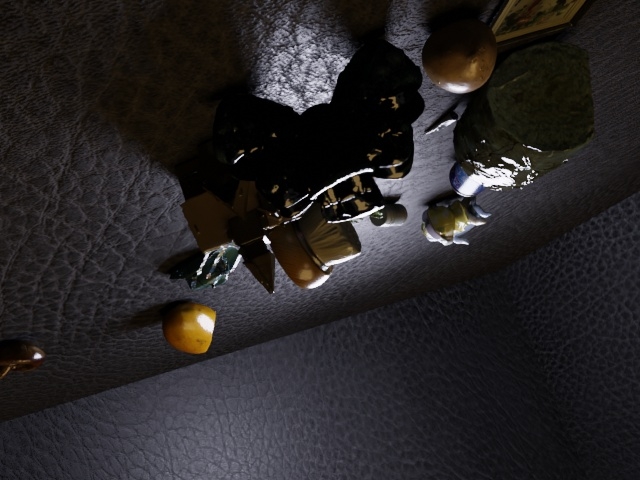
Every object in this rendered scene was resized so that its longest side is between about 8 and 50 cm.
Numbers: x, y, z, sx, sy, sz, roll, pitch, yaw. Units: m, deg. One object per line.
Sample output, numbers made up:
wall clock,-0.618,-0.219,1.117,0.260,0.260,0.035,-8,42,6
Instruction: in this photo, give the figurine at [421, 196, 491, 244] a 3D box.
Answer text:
figurine,0.370,-0.060,2.267,0.184,0.128,0.208,-4,151,-45

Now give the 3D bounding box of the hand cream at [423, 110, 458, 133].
hand cream,0.238,-0.226,1.599,0.030,0.019,0.093,-12,167,-28

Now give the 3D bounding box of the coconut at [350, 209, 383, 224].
coconut,0.090,-0.066,1.944,0.133,0.055,0.158,-16,169,-38

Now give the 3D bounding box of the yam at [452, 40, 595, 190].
yam,0.350,-0.209,1.480,0.201,0.202,0.271,-1,167,-2

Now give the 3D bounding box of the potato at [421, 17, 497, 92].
potato,0.204,-0.266,1.198,0.112,0.112,0.147,-23,174,12

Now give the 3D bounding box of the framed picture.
framed picture,0.343,-0.355,1.240,0.199,0.010,0.195,-18,167,-13

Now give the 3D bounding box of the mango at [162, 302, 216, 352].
mango,-0.377,0.248,2.370,0.154,0.126,0.252,-1,157,1

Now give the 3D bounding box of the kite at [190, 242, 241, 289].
kite,-0.189,0.012,1.781,0.169,0.015,0.310,-12,152,-29

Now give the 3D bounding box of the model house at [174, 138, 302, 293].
model house,-0.121,-0.031,1.327,0.181,0.248,0.176,-22,167,2

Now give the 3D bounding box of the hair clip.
hair clip,0.010,-0.142,1.163,0.310,0.206,0.194,-21,166,4

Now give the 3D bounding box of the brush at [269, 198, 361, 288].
brush,0.000,0.000,1.864,0.166,0.174,0.267,-33,173,10

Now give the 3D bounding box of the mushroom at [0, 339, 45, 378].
mushroom,-0.779,0.298,2.061,0.171,0.080,0.135,-21,155,4

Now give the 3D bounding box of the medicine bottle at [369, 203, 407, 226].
medicine bottle,0.172,-0.064,2.072,0.058,0.058,0.091,-30,164,37

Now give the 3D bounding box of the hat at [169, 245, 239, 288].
hat,-0.268,0.081,1.945,0.191,0.078,0.138,-30,161,37

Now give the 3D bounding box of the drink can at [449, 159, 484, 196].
drink can,0.358,-0.177,1.812,0.097,0.097,0.235,-18,167,-10
